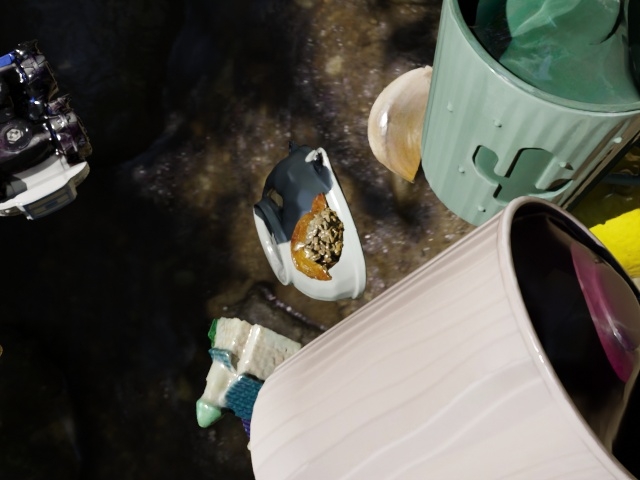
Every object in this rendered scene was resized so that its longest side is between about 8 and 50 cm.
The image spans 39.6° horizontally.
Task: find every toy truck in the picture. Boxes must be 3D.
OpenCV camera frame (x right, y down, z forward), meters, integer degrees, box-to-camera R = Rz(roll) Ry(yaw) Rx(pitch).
[{"bbox_3d":[-0.376,-0.124,1.105,0.161,0.177,0.213,-28,73,-12],"label":"toy truck"}]

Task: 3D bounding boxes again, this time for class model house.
[{"bbox_3d":[-0.148,0.355,2.110,0.243,0.298,0.284,-11,57,58],"label":"model house"}]

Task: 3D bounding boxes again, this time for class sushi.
[{"bbox_3d":[0.000,0.000,1.060,0.052,0.120,0.055,39,131,-20],"label":"sushi"}]

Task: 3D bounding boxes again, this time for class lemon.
[{"bbox_3d":[0.481,-0.067,1.467,0.268,0.322,0.268,-2,69,4],"label":"lemon"}]

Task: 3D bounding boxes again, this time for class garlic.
[{"bbox_3d":[0.133,-0.202,1.496,0.101,0.087,0.196,12,96,-4],"label":"garlic"}]

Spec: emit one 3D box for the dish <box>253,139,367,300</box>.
[{"bbox_3d":[-0.033,-0.016,1.485,0.120,0.303,0.303,-22,84,-14],"label":"dish"}]

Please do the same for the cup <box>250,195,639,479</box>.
[{"bbox_3d":[0.129,0.146,0.657,0.273,0.208,0.288,-34,111,33],"label":"cup"}]

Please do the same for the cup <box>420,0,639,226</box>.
[{"bbox_3d":[0.323,-0.180,1.158,0.401,0.392,0.310,41,69,15],"label":"cup"}]

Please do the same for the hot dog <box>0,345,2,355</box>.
[{"bbox_3d":[-0.545,0.133,1.373,0.137,0.044,0.028,44,149,-12],"label":"hot dog"}]
